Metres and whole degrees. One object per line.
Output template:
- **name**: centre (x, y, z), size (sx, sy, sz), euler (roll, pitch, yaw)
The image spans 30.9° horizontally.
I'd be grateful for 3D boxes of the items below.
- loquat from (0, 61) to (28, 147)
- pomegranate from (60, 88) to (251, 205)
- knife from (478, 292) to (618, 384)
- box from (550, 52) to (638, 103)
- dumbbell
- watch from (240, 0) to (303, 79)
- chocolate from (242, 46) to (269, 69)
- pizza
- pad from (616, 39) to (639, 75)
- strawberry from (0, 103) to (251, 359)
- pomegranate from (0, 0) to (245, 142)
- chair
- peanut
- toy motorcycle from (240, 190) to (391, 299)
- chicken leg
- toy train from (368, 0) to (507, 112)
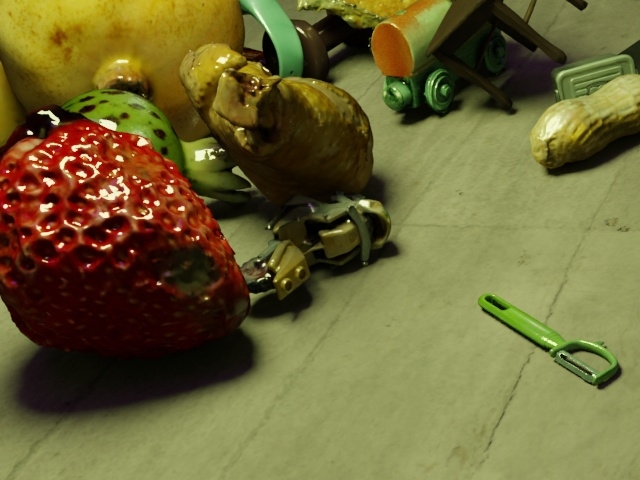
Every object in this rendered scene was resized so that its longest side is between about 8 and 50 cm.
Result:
- **loquat**: centre (-0.600, -0.251, 2.009), size (0.274, 0.275, 0.275), euler (-12, 29, 7)
- **pomegranate**: centre (-0.254, -0.090, 1.625), size (0.305, 0.242, 0.242), euler (10, 34, 11)
- **knife**: centre (0.243, 0.096, 1.241), size (0.054, 0.015, 0.212), euler (-27, 30, -20)
- **box**: centre (0.391, -0.221, 1.665), size (0.122, 0.084, 0.069), euler (-14, 19, 1)
- **dumbbell**: centre (0.013, -0.369, 2.065), size (0.140, 0.124, 0.225), euler (11, 38, 41)
- **watch**: centre (-0.118, -0.334, 2.001), size (0.068, 0.195, 0.237), euler (-26, 18, -32)
- **chocolate**: centre (-0.142, -0.332, 2.180), size (0.086, 0.028, 0.182), euler (-40, 35, -25)
- **pizza**: centre (0.116, -0.403, 2.003), size (0.280, 0.075, 0.288), euler (-34, 78, -30)
- **pad**: centre (0.531, -0.298, 1.808), size (0.193, 0.004, 0.116), euler (-33, 33, -30)
- **strawberry**: centre (-0.257, 0.020, 1.373), size (0.291, 0.292, 0.310), euler (-23, 47, -13)
- **pomegranate**: centre (-0.322, -0.307, 1.847), size (0.416, 0.417, 0.417), euler (-12, 29, 7)
- **chair**: centre (0.216, -0.370, 1.701), size (0.160, 0.319, 0.186), euler (-41, 17, 51)
- **peanut**: centre (0.370, -0.163, 1.564), size (0.206, 0.087, 0.087), euler (-26, 30, -17)
- **toy motorcycle**: centre (0.000, 0.001, 1.448), size (0.129, 0.094, 0.229), euler (12, 38, 39)
- **chicken leg**: centre (-0.084, -0.167, 1.496), size (0.182, 0.295, 0.409), euler (-52, -13, 8)
- **toy train**: centre (0.190, -0.317, 1.830), size (0.116, 0.177, 0.285), euler (12, 37, 43)
